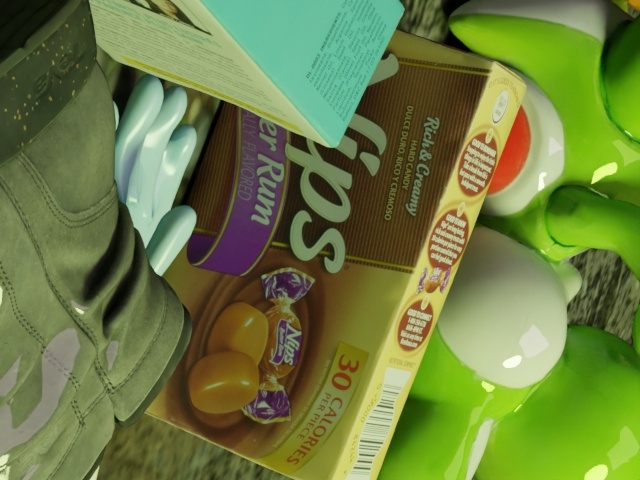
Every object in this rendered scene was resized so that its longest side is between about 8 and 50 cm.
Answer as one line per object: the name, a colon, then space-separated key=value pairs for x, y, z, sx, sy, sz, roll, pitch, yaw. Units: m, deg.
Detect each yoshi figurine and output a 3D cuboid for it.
yoshi figurine: x=0.146 y=0.000 z=1.040 sx=0.362 sy=0.203 sz=0.203 roll=-62 pitch=163 yaw=-7

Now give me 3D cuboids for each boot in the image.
boot: x=-0.120 y=0.042 z=0.570 sx=0.246 sy=0.083 sz=0.161 roll=-47 pitch=134 yaw=-41

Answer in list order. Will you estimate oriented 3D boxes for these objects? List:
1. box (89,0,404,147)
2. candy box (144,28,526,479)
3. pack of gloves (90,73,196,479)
box: x=-0.059 y=-0.109 z=0.601 sx=0.060 sy=0.100 sz=0.244 roll=-64 pitch=157 yaw=-8
candy box: x=0.000 y=0.000 z=0.815 sx=0.053 sy=0.109 sz=0.187 roll=17 pitch=95 yaw=-67
pack of gloves: x=-0.105 y=0.051 z=0.711 sx=0.195 sy=0.046 sz=0.232 roll=-11 pitch=119 yaw=-64
